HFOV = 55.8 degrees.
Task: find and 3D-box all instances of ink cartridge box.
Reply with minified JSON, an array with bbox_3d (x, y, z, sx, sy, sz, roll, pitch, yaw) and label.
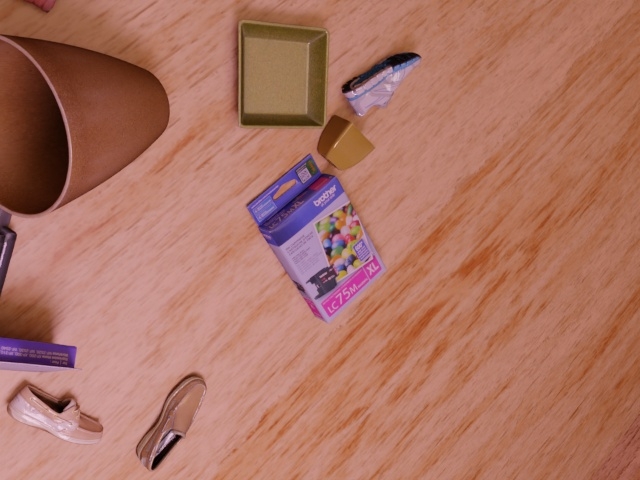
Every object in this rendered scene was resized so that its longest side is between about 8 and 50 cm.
[{"bbox_3d":[0.000,0.000,1.250,0.186,0.065,0.311,-41,118,-18],"label":"ink cartridge box"},{"bbox_3d":[-0.481,0.167,0.898,0.206,0.208,0.045,15,71,-34],"label":"ink cartridge box"}]

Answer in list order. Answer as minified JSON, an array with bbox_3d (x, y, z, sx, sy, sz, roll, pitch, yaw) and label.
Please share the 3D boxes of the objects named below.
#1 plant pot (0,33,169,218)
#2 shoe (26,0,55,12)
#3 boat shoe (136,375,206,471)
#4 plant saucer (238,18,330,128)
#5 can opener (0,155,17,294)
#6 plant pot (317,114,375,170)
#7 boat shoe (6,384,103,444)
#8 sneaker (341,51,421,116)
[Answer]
[{"bbox_3d":[-0.347,-0.182,0.879,0.254,0.237,0.237,-34,122,-55],"label":"plant pot"},{"bbox_3d":[-0.398,-0.431,0.891,0.081,0.063,0.178,27,89,-38],"label":"shoe"},{"bbox_3d":[-0.272,0.353,1.154,0.068,0.072,0.190,36,82,-33],"label":"boat shoe"},{"bbox_3d":[-0.076,-0.306,1.133,0.188,0.045,0.188,-6,105,-31],"label":"plant saucer"},{"bbox_3d":[-0.524,-0.003,0.923,0.095,0.076,0.283,17,93,-2],"label":"can opener"},{"bbox_3d":[0.043,-0.190,1.220,0.081,0.081,0.083,39,92,-33],"label":"plant pot"},{"bbox_3d":[-0.443,0.299,1.038,0.170,0.063,0.059,34,89,-33],"label":"boat shoe"},{"bbox_3d":[0.134,-0.323,1.256,0.191,0.071,0.083,-34,124,-12],"label":"sneaker"}]
